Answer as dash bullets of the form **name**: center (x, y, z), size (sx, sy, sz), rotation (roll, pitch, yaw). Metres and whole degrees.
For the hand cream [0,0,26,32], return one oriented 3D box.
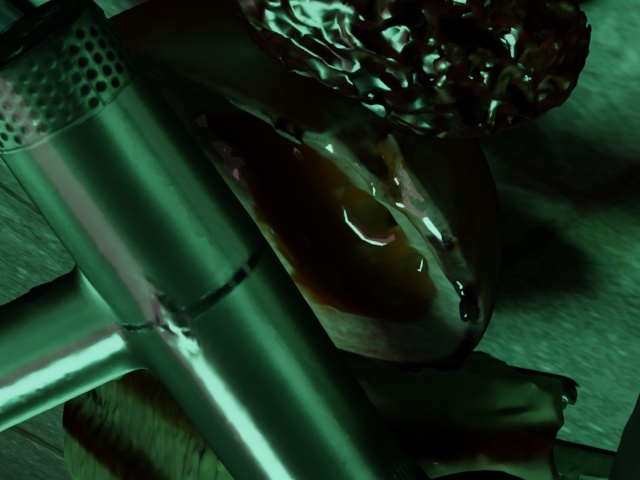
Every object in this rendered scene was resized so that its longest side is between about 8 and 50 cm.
- **hand cream**: center (-0.125, -0.062, 0.939), size (0.271, 0.058, 0.091), rotation (36, 166, -38)

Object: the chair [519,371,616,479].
- **chair**: center (0.060, 0.160, 1.147), size (0.270, 0.147, 0.136), rotation (7, 154, 43)

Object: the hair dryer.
- **hair dryer**: center (-0.083, 0.085, 0.720), size (0.284, 0.156, 0.320), rotation (-28, 111, 38)

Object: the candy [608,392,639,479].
- **candy**: center (0.205, 0.054, 0.633), size (0.115, 0.155, 0.265), rotation (29, 162, 1)

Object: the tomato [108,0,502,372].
- **tomato**: center (-0.016, -0.044, 0.741), size (0.228, 0.112, 0.199), rotation (10, 148, 37)

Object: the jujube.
- **jujube**: center (0.033, -0.088, 0.593), size (0.166, 0.104, 0.104), rotation (25, 167, -39)

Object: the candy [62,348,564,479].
- **candy**: center (-0.021, 0.105, 0.944), size (0.179, 0.135, 0.320), rotation (6, -177, -21)
